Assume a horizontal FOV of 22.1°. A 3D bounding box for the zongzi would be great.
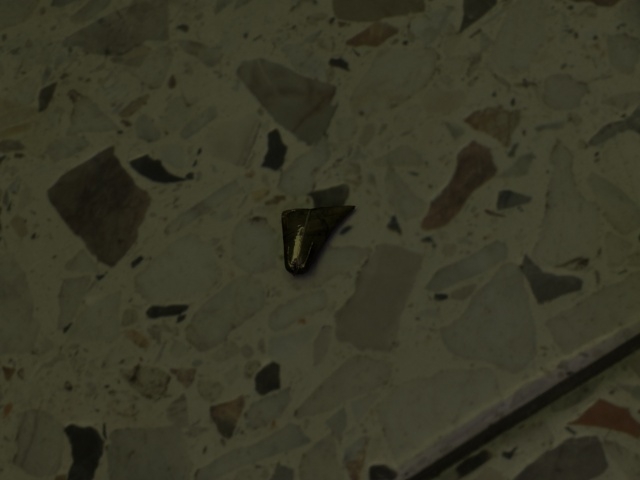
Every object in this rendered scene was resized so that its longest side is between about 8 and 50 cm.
[{"bbox_3d":[0.000,0.000,1.808,0.083,0.040,0.076,-4,70,-1],"label":"zongzi"}]
